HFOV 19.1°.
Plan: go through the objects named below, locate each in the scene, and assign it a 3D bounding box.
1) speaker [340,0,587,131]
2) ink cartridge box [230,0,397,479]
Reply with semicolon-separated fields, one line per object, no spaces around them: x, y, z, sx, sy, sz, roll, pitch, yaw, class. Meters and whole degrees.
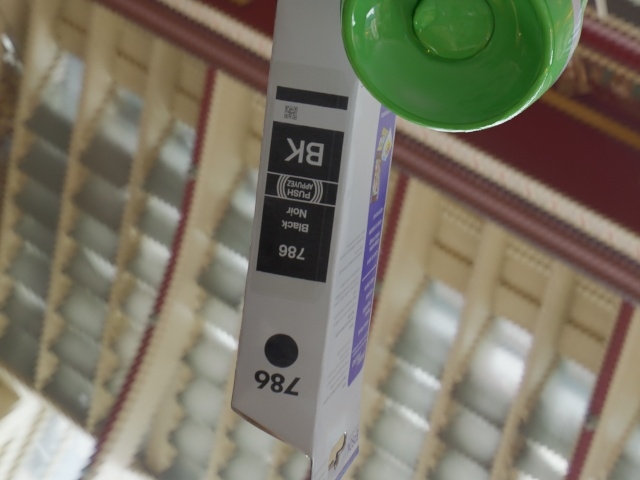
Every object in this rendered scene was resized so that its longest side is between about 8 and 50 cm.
0.099;-0.175;1.044;0.131;0.131;0.296;1;-149;17;speaker
0.000;0.000;1.220;0.065;0.165;0.333;8;-79;10;ink cartridge box
